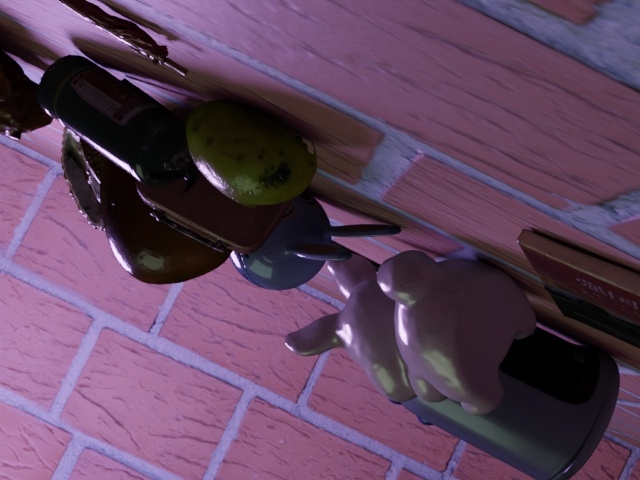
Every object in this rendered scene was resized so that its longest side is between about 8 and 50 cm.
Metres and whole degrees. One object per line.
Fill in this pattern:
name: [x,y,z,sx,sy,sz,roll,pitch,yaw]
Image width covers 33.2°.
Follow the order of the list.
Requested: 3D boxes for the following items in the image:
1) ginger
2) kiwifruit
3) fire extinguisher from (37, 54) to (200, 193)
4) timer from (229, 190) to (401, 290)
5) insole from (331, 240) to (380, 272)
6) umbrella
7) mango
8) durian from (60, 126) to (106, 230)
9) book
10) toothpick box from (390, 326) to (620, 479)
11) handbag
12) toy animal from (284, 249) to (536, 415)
ginger: [-0.534,-0.250,1.571,0.274,0.152,0.357,12,170,17]
kiwifruit: [-0.214,-0.057,1.505,0.196,0.233,0.196,-8,168,-2]
fire extinguisher: [-0.224,-0.133,1.297,0.118,0.093,0.294,-17,-140,-43]
timer: [-0.033,-0.020,1.552,0.175,0.175,0.255,29,146,-25]
insole: [0.000,0.000,2.103,0.310,0.012,0.110,27,173,-4]
umbrella: [-0.201,-0.209,1.047,0.165,0.025,0.027,30,-168,-14]
mango: [-0.085,-0.097,1.186,0.178,0.100,0.119,35,-175,40]
durian: [-0.366,-0.143,1.890,0.193,0.138,0.237,6,117,53]
book: [0.374,0.091,1.217,0.263,0.028,0.374,25,175,25]
toothpick box: [0.268,0.227,1.745,0.355,0.263,0.263,28,174,-3]
handbag: [-0.134,-0.070,1.378,0.193,0.151,0.072,25,173,-3]
toy animal: [0.110,0.108,1.542,0.241,0.196,0.368,46,154,-24]
